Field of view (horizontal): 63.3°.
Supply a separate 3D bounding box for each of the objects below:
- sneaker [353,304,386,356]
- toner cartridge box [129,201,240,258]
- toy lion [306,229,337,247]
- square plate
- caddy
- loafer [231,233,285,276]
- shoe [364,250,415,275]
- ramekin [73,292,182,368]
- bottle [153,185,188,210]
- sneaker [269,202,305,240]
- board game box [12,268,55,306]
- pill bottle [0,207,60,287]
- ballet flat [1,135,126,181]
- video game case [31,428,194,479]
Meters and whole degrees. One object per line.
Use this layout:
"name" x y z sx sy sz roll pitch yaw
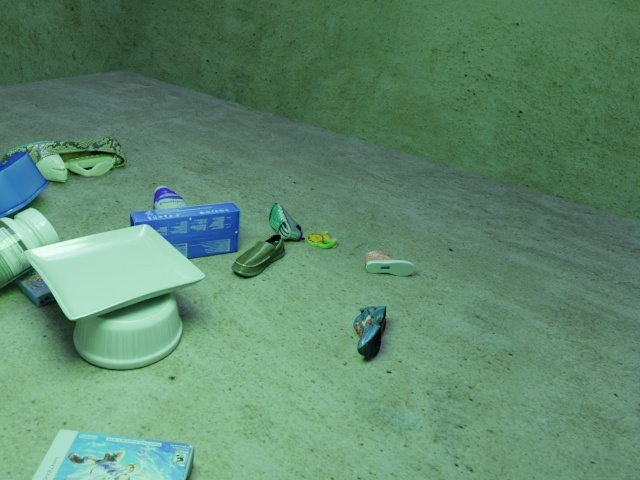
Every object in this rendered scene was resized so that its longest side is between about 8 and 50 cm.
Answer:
"sneaker" 0.133 0.259 1.486 0.087 0.083 0.221 2 21 16
"toner cartridge box" -0.444 -0.025 1.723 0.348 0.165 0.075 -8 33 -30
"toy lion" 0.000 0.000 1.954 0.096 0.034 0.100 -17 38 -28
"square plate" -0.539 0.077 1.363 0.347 0.049 0.344 -17 37 -40
"caddy" -1.094 -0.165 1.781 0.241 0.179 0.341 -14 28 7
"loafer" -0.208 0.040 1.753 0.094 0.087 0.251 22 31 21
"shoe" 0.245 0.077 1.847 0.178 0.063 0.081 3 34 -3
"ramekin" -0.496 0.195 1.344 0.273 0.127 0.273 7 29 -4
"bottle" -0.558 -0.119 1.934 0.118 0.092 0.283 -8 33 -26
"sneaker" -0.131 -0.063 2.003 0.098 0.083 0.223 18 26 -29
"board game box" -0.762 0.105 1.522 0.160 0.039 0.211 28 34 30
"pill bottle" -0.879 0.039 1.412 0.161 0.161 0.283 25 48 26
"ballet flat" -1.021 -0.325 2.134 0.182 0.164 0.483 47 40 19
"video game case" -0.390 0.472 0.942 0.270 0.061 0.244 8 29 -4
